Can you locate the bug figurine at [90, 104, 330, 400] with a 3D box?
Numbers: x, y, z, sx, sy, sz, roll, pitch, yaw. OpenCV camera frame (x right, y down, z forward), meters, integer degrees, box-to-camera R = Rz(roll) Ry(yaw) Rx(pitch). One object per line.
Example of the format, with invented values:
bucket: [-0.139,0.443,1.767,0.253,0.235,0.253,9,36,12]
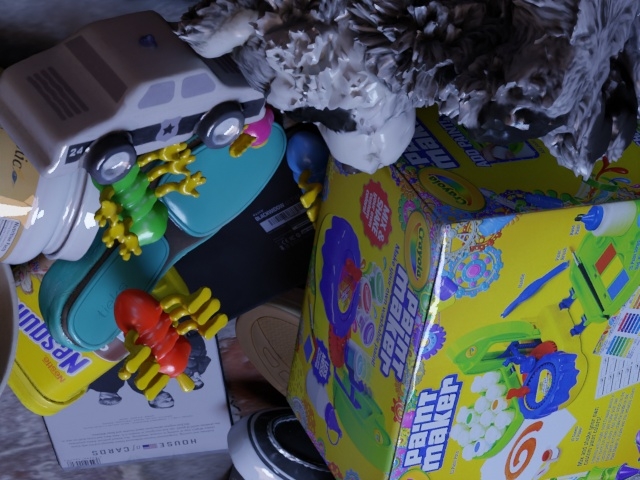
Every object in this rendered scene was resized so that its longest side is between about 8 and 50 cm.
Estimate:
bug figurine: [-0.078,-0.024,1.389,0.072,0.279,0.216,22,146,42]

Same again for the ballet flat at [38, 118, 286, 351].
ballet flat: [-0.134,-0.020,1.457,0.247,0.087,0.083,-48,128,-14]

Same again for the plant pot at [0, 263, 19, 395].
plant pot: [-0.416,0.087,1.492,0.256,0.256,0.274,17,154,-28]

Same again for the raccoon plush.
raccoon plush: [0.095,-0.245,1.189,0.299,0.446,0.216,22,-170,27]

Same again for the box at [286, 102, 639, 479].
box: [0.150,0.043,1.420,0.279,0.177,0.290,-7,128,-25]

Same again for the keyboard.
keyboard: [0.000,0.000,1.542,0.317,0.033,0.201,-27,113,28]

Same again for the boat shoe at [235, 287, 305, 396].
boat shoe: [0.083,0.118,1.701,0.341,0.110,0.121,27,141,-13]

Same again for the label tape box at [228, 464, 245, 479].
label tape box: [0.069,0.339,1.826,0.249,0.348,0.115,14,97,-26]

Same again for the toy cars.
toy cars: [-0.221,-0.136,1.232,0.394,0.176,0.087,13,131,-8]

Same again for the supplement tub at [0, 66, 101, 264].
supplement tub: [-0.265,-0.062,1.363,0.200,0.144,0.144,11,141,-23]

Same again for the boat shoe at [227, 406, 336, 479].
boat shoe: [0.051,0.207,1.815,0.306,0.113,0.105,19,131,-35]

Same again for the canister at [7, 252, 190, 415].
canister: [-0.204,0.055,1.561,0.170,0.126,0.073,-36,179,32]

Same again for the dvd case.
dvd case: [-0.179,0.142,1.760,0.179,0.029,0.238,-6,145,-1]
